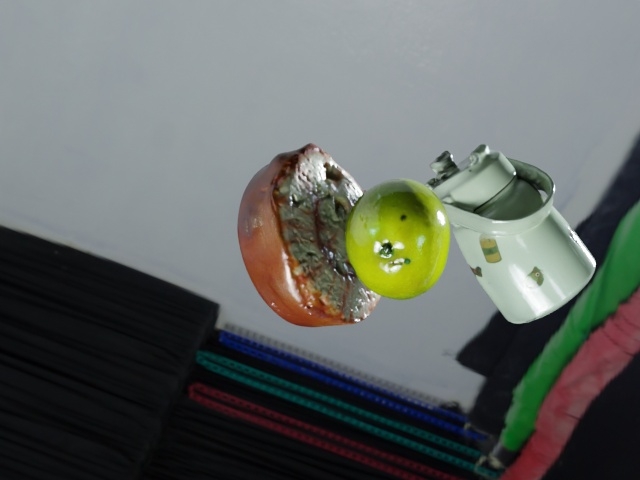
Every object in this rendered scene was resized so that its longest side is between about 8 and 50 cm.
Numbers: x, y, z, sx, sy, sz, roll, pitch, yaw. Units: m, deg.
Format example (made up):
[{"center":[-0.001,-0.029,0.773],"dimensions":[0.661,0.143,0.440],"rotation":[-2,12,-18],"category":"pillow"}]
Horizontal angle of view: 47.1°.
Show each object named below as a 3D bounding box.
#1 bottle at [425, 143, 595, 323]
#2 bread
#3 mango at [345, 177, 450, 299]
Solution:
[{"center":[0.358,-0.038,1.422],"dimensions":[0.229,0.352,0.229],"rotation":[-36,-173,5],"category":"bottle"},{"center":[-0.002,0.001,1.300],"dimensions":[0.114,0.327,0.295],"rotation":[-10,-127,39],"category":"bread"},{"center":[0.125,0.001,1.083],"dimensions":[0.293,0.142,0.175],"rotation":[7,93,-71],"category":"mango"}]
